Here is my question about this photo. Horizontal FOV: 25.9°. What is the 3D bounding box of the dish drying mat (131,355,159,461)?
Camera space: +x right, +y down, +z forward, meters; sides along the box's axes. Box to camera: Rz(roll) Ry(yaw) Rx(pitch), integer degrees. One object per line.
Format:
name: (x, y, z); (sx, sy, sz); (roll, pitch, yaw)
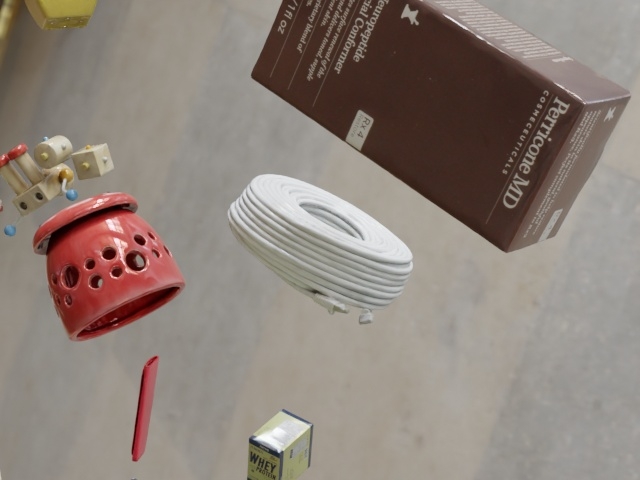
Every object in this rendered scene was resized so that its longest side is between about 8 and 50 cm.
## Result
dish drying mat: (-0.145, 0.138, 1.144); (0.032, 0.008, 0.083); (-48, -33, -75)

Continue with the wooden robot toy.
wooden robot toy: (-0.278, -0.070, 1.420); (0.173, 0.076, 0.079); (-26, 8, 29)

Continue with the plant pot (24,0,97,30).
plant pot: (-0.270, -0.265, 1.446); (0.081, 0.081, 0.083); (157, 106, -72)

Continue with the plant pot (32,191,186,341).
plant pot: (-0.316, 0.033, 2.053); (0.191, 0.191, 0.174); (-39, 73, 52)

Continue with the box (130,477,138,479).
box: (-0.260, 0.568, 2.032); (0.343, 0.312, 0.179); (24, 142, 40)

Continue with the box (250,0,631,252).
box: (0.124, -0.171, 1.539); (0.381, 0.143, 0.191); (35, 116, 22)

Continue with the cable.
cable: (0.000, 0.000, 1.850); (0.089, 0.257, 0.257); (-62, -10, 15)

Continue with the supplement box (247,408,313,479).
supplement box: (-0.058, 0.304, 1.999); (0.056, 0.083, 0.083); (23, 127, 27)
